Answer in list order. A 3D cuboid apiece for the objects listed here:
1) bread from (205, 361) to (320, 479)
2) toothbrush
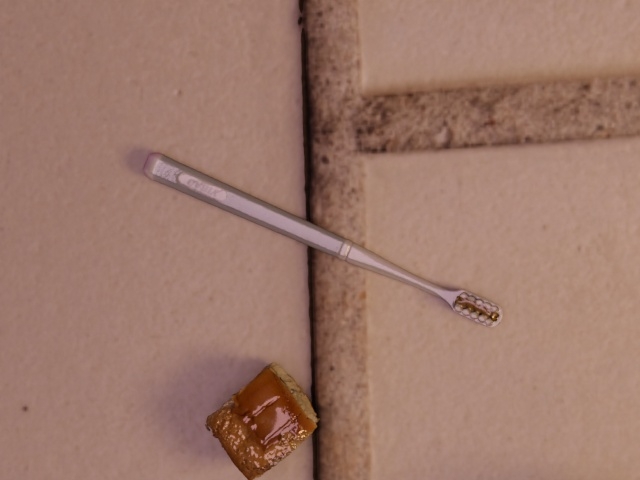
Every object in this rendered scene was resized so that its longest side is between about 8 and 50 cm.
[{"bbox_3d":[-0.050,0.156,1.554,0.083,0.076,0.070,-42,89,9],"label":"bread"},{"bbox_3d":[0.000,0.000,1.565,0.342,0.030,0.025,24,91,9],"label":"toothbrush"}]
